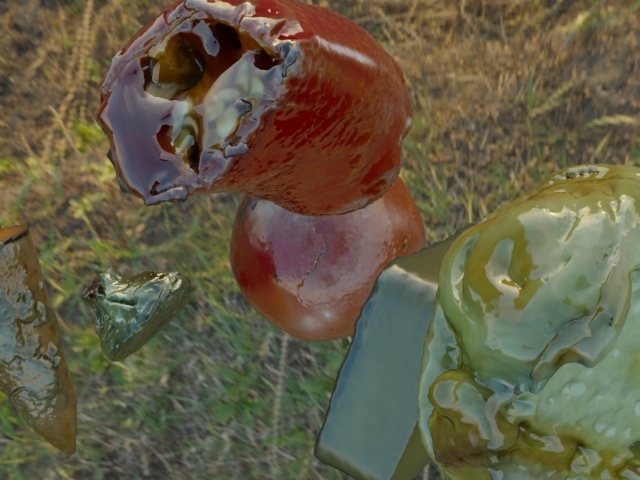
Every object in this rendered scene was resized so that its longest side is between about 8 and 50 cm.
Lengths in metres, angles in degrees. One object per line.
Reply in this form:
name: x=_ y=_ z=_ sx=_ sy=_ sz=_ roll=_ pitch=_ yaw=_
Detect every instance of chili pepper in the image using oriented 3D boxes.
chili pepper: x=-0.015 y=-0.042 z=0.430 sx=0.070 sy=0.123 sz=0.073 roll=16 pitch=94 yaw=25

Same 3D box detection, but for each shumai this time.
shumai: x=-0.205 y=0.063 z=1.425 sx=0.124 sy=0.099 sz=0.087 roll=-43 pitch=81 yaw=1

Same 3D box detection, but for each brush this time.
brush: x=0.064 y=0.061 z=0.751 sx=0.059 sy=0.197 sz=0.123 roll=26 pitch=105 yaw=15

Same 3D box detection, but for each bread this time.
bread: x=0.130 y=0.041 z=0.471 sx=0.088 sy=0.232 sz=0.128 roll=48 pitch=118 yaw=48

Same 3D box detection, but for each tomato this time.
tomato: x=0.000 y=0.000 z=1.365 sx=0.208 sy=0.184 sz=0.208 roll=-13 pitch=71 yaw=42

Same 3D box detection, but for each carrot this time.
carrot: x=-0.302 y=0.108 z=1.350 sx=0.102 sy=0.102 sz=0.263 roll=-16 pitch=109 yaw=3
